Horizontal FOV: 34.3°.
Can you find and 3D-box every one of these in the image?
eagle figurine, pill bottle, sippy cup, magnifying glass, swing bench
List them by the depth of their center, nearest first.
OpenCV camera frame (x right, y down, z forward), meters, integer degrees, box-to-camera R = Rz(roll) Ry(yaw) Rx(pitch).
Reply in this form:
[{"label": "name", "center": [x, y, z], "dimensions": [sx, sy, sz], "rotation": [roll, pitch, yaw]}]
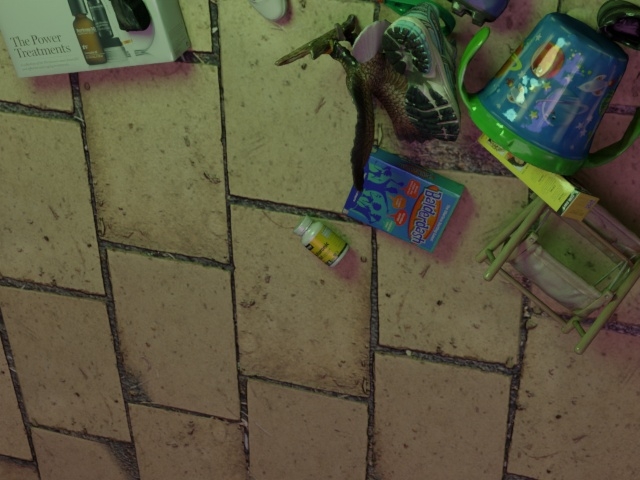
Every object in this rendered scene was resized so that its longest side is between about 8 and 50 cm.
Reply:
[{"label": "sippy cup", "center": [0.414, -0.269, 1.825], "dimensions": [0.240, 0.306, 0.224], "rotation": [54, 125, 38]}, {"label": "magnifying glass", "center": [0.141, -0.438, 1.903], "dimensions": [0.231, 0.026, 0.092], "rotation": [25, 168, 11]}, {"label": "eagle figurine", "center": [0.097, -0.273, 1.954], "dimensions": [0.226, 0.225, 0.298], "rotation": [-29, 98, 21]}, {"label": "swing bench", "center": [0.482, 0.035, 2.015], "dimensions": [0.253, 0.165, 0.254], "rotation": [39, 101, -6]}, {"label": "pill bottle", "center": [0.000, 0.000, 2.237], "dimensions": [0.116, 0.065, 0.065], "rotation": [40, 126, -7]}]

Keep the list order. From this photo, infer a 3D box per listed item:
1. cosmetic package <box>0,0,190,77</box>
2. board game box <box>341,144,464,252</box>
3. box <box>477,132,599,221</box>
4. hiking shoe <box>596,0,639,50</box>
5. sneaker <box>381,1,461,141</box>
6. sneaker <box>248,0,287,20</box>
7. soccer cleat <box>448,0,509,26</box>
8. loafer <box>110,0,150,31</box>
[{"label": "cosmetic package", "center": [-0.478, -0.486, 2.076], "dimensions": [0.377, 0.097, 0.284], "rotation": [-3, 118, 21]}, {"label": "board game box", "center": [0.168, -0.084, 2.131], "dimensions": [0.210, 0.047, 0.160], "rotation": [24, 127, 3]}, {"label": "box", "center": [0.394, -0.130, 1.888], "dimensions": [0.232, 0.087, 0.058], "rotation": [48, 114, 34]}, {"label": "hiking shoe", "center": [0.582, -0.349, 1.764], "dimensions": [0.227, 0.114, 0.086], "rotation": [9, 125, 15]}, {"label": "sneaker", "center": [0.213, -0.302, 1.874], "dimensions": [0.110, 0.122, 0.283], "rotation": [16, 145, 36]}, {"label": "sneaker", "center": [-0.142, -0.496, 1.944], "dimensions": [0.080, 0.094, 0.212], "rotation": [-22, 113, 29]}, {"label": "soccer cleat", "center": [0.210, -0.494, 1.839], "dimensions": [0.289, 0.093, 0.121], "rotation": [33, 97, 3]}, {"label": "loafer", "center": [-0.385, -0.470, 1.957], "dimensions": [0.061, 0.062, 0.170], "rotation": [-6, 117, 28]}]
